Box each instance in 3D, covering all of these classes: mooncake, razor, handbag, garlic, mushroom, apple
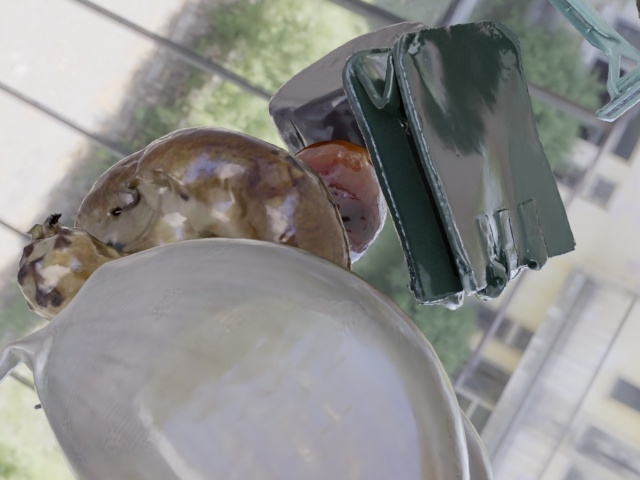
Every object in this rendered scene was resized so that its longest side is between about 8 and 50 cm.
[{"bbox_3d":[0.069,-0.208,2.194,0.283,0.283,0.141,-46,119,-37],"label":"mooncake"},{"bbox_3d":[0.290,-0.275,1.710,0.111,0.278,0.056,-40,-179,38],"label":"razor"},{"bbox_3d":[0.141,-0.075,1.405,0.247,0.079,0.260,-15,88,-56],"label":"handbag"},{"bbox_3d":[-0.036,0.133,0.940,0.246,0.340,0.231,-62,165,-5],"label":"garlic"},{"bbox_3d":[-0.116,0.043,1.241,0.254,0.267,0.267,-36,151,-21],"label":"mushroom"},{"bbox_3d":[0.013,-0.061,2.024,0.147,0.156,0.158,66,32,-55],"label":"apple"}]

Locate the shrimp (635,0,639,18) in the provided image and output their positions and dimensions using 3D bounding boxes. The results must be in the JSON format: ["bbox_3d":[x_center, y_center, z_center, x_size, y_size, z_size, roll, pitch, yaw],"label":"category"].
[{"bbox_3d":[0.383,-0.271,1.568,0.059,0.145,0.254,-55,154,-25],"label":"shrimp"}]
